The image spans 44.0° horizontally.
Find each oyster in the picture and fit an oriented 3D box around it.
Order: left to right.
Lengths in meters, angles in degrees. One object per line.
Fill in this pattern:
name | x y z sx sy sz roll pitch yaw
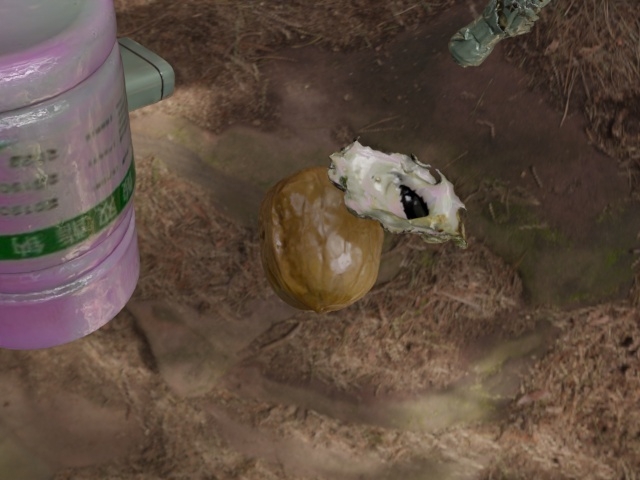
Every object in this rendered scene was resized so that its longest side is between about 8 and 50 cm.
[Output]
oyster | 0.097 -0.056 1.032 0.209 0.133 0.072 4 153 -26

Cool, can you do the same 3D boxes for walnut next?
walnut | 0.000 0.000 1.186 0.195 0.195 0.221 -4 78 22

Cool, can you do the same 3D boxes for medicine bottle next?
medicine bottle | -0.279 -0.075 0.726 0.212 0.212 0.325 20 136 11

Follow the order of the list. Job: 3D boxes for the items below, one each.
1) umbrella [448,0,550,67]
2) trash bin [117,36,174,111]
umbrella | 0.220 -0.266 0.972 0.067 0.062 0.143 33 128 -32
trash bin | -0.279 -0.213 1.049 0.116 0.130 0.059 33 132 24
